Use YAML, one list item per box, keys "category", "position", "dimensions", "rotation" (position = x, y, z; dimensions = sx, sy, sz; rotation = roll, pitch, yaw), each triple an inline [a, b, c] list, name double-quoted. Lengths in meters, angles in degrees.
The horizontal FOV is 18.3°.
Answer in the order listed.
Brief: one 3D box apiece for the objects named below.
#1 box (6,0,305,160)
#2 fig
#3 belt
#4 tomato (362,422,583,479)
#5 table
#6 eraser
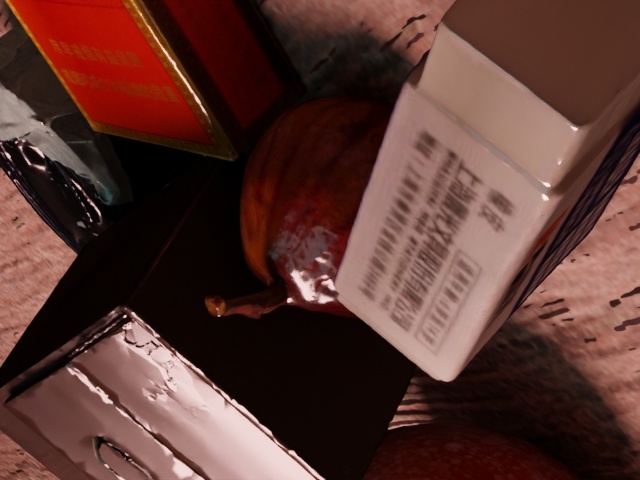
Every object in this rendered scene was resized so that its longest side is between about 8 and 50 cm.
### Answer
- category: "box"
  position: [-0.126, -0.160, 1.099]
  dimensions: [0.153, 0.074, 0.240]
  rotation: [19, 148, 52]
- category: "fig"
  position: [0.014, -0.009, 1.053]
  dimensions: [0.128, 0.150, 0.128]
  rotation: [4, 128, 6]
- category: "belt"
  position: [-0.153, -0.054, 1.312]
  dimensions: [0.198, 0.078, 0.151]
  rotation: [53, 158, -17]
- category: "tomato"
  position: [0.063, 0.240, 1.219]
  dimensions: [0.227, 0.270, 0.270]
  rotation: [25, 152, 55]
- category: "table"
  position: [-0.069, 0.073, 1.173]
  dimensions: [0.169, 0.172, 0.193]
  rotation: [43, 138, -14]
- category: "eraser"
  position: [0.087, -0.045, 0.863]
  dimensions: [0.081, 0.124, 0.279]
  rotation: [40, 157, 10]
